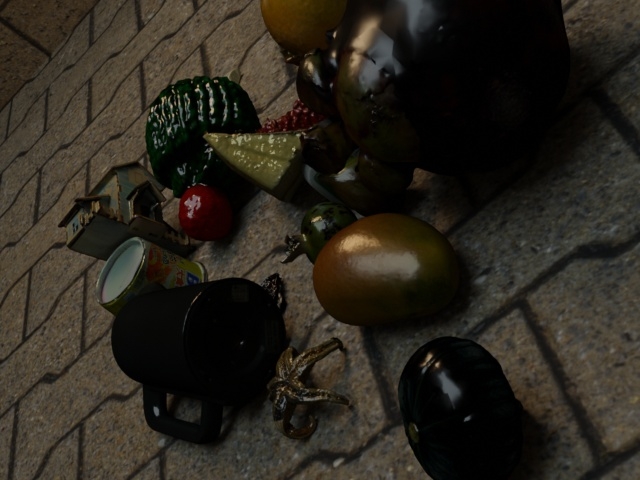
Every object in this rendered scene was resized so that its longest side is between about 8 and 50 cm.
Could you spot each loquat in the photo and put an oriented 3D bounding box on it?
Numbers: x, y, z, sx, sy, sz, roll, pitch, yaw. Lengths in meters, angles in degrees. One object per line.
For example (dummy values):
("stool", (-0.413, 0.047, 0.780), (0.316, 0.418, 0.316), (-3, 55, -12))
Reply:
("loquat", (0.007, -0.469, 1.921), (0.275, 0.275, 0.275), (-32, 39, 31))

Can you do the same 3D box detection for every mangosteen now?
("mangosteen", (0.173, -0.252, 1.453), (0.421, 0.381, 0.381), (-54, 31, 26))

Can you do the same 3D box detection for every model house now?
("model house", (-0.414, -0.067, 2.089), (0.178, 0.271, 0.206), (-46, 41, 31))

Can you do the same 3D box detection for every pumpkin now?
("pumpkin", (0.171, 0.214, 1.195), (0.150, 0.194, 0.194), (-34, 35, -1))

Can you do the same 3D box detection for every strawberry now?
("strawberry", (-0.018, -0.219, 1.878), (0.208, 0.167, 0.087), (-33, 78, 38))

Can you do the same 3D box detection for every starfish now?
("starfish", (-0.025, 0.216, 1.540), (0.146, 0.074, 0.190), (-49, 31, 20))

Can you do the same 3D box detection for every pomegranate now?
("pomegranate", (0.000, 0.000, 1.634), (0.161, 0.122, 0.122), (-17, 30, -16))

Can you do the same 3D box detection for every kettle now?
("kettle", (-0.218, 0.202, 1.727), (0.203, 0.262, 0.308), (-32, 14, -35))

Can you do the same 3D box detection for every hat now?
("hat", (-0.233, -0.153, 2.030), (0.274, 0.242, 0.332), (113, 147, -61))

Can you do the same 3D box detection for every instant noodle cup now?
("instant noodle cup", (-0.356, 0.098, 1.986), (0.205, 0.153, 0.205), (-32, 41, 32))

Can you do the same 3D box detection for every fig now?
("fig", (0.067, -0.091, 1.611), (0.103, 0.154, 0.109), (-110, 26, -58))

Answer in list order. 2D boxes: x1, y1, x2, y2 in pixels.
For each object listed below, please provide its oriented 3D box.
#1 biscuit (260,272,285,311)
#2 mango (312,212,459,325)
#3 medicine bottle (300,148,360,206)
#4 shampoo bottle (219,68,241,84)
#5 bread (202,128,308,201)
("biscuit", (-0.090, 0.102, 1.757), (0.087, 0.027, 0.089), (17, 75, 57))
("mango", (0.102, 0.041, 1.474), (0.254, 0.139, 0.175), (-11, 65, 38))
("medicine bottle", (0.058, -0.156, 1.715), (0.183, 0.119, 0.069), (-50, 29, 6))
("shampoo bottle", (-0.250, -0.380, 2.385), (0.141, 0.034, 0.049), (-18, 53, 45))
("bread", (-0.106, -0.174, 1.798), (0.135, 0.178, 0.240), (-56, -8, -1))
